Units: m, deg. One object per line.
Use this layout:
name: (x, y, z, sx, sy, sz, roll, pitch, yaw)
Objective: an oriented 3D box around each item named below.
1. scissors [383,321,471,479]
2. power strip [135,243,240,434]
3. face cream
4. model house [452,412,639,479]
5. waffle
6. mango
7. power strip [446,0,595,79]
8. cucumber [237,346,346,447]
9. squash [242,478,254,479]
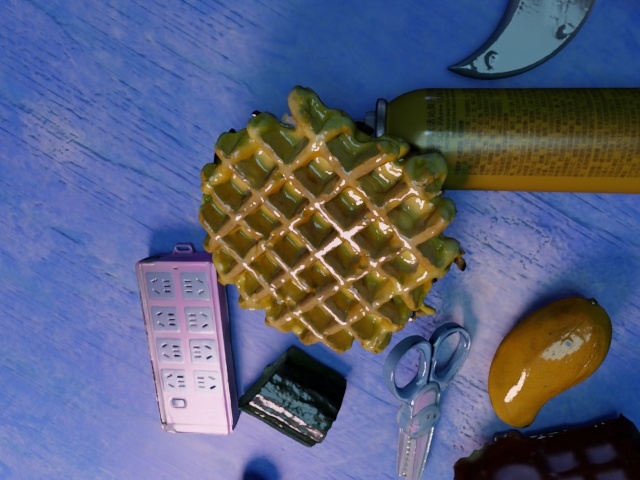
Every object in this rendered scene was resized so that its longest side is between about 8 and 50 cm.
scissors: (0.127, 0.223, 0.613, 0.125, 0.030, 0.256, -13, 120, -28)
power strip: (-0.175, 0.142, 0.644, 0.109, 0.037, 0.279, 0, 107, 8)
face cream: (0.193, -0.101, 0.483, 0.348, 0.105, 0.105, 2, 107, 7)
model house: (0.284, 0.353, 0.580, 0.253, 0.160, 0.196, -18, 104, 14)
waffle: (-0.001, 0.009, 0.516, 0.328, 0.062, 0.330, 10, 126, 14)
mango: (0.263, 0.142, 0.564, 0.098, 0.075, 0.190, 32, 115, 6)
power strip: (0.202, -0.269, 0.463, 0.137, 0.044, 0.216, 6, 108, 6)
cucumber: (-0.038, 0.214, 0.635, 0.115, 0.062, 0.117, 31, 110, -6)
squash: (-0.104, 0.446, 0.710, 0.066, 0.066, 0.201, 2, 107, 8)
